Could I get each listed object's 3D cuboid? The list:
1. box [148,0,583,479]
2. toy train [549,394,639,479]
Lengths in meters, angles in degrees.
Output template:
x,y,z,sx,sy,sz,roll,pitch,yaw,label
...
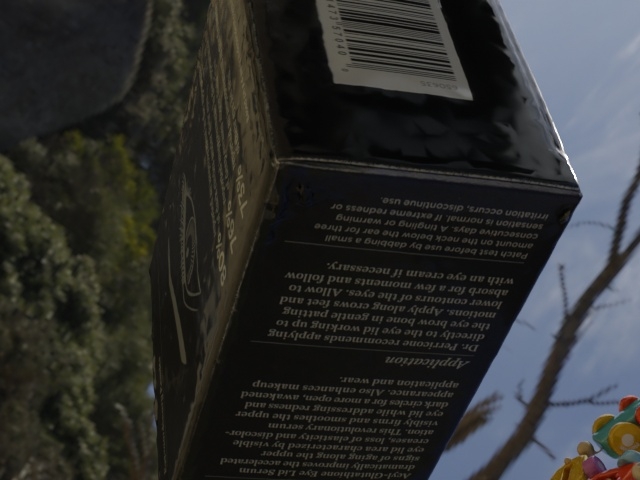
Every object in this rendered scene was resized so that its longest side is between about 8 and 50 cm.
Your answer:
x,y,z,sx,sy,sz,roll,pitch,yaw,label
0.000,0.000,0.486,0.153,0.108,0.207,-101,-158,-43,box
0.219,0.159,0.845,0.166,0.046,0.125,-37,180,-41,toy train
